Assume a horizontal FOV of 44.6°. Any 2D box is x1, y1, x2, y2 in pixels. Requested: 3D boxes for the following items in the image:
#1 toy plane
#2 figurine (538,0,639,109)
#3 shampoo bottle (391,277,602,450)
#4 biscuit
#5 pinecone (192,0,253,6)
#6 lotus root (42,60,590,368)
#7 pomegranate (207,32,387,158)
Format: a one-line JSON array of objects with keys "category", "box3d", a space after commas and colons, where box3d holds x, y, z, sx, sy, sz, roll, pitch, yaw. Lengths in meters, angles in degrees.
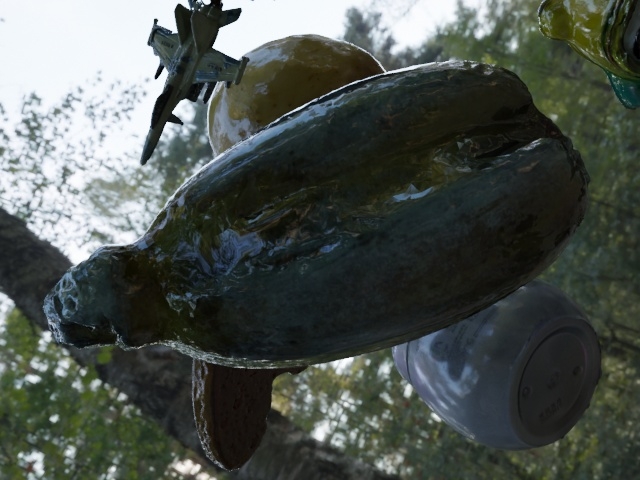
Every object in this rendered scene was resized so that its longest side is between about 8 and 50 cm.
[{"category": "toy plane", "box3d": [-0.200, -0.229, 1.135, 0.088, 0.192, 0.261, -4, -61, -59]}, {"category": "figurine", "box3d": [0.436, -0.317, 0.972, 0.323, 0.340, 0.231, -67, 29, 29]}, {"category": "shampoo bottle", "box3d": [0.274, 0.177, 1.237, 0.273, 0.266, 0.272, -10, -70, -30]}, {"category": "biscuit", "box3d": [-0.084, 0.169, 1.122, 0.277, 0.052, 0.262, -37, -46, -45]}, {"category": "pinecone", "box3d": [-0.077, -0.517, 1.040, 0.397, 0.398, 0.397, -57, -21, -37]}, {"category": "lotus root", "box3d": [0.000, 0.000, 0.478, 0.322, 0.158, 0.140, -22, -21, -2]}, {"category": "pomegranate", "box3d": [-0.037, -0.180, 1.416, 0.410, 0.410, 0.410, -57, -21, -37]}]
